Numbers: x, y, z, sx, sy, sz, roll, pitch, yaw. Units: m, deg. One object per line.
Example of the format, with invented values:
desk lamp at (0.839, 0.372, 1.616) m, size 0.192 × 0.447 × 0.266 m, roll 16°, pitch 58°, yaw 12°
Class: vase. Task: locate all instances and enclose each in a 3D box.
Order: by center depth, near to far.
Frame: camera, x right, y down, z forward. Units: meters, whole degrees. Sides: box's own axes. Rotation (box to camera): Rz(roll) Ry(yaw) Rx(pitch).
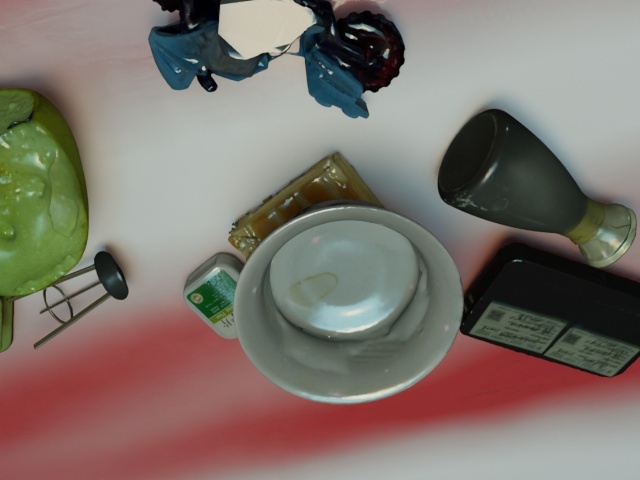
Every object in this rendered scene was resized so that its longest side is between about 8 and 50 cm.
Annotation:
vase at (0.369, -0.073, 1.278) m, size 0.321 × 0.173 × 0.173 m, roll 27°, pitch 112°, yaw -20°

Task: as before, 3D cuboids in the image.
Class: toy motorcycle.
toy motorcycle at (-0.085, -0.300, 1.169) m, size 0.416 × 0.172 × 0.232 m, roll 18°, pitch 120°, yaw -18°

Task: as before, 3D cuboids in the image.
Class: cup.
cup at (0.038, 0.073, 1.209) m, size 0.347 × 0.163 × 0.347 m, roll -1°, pitch 116°, yaw -3°

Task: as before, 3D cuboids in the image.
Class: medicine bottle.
medicine bottle at (-0.158, 0.118, 1.404) m, size 0.119 × 0.069 × 0.183 m, roll -38°, pitch 111°, yaw 13°

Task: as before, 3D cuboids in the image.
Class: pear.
pear at (-0.514, -0.058, 1.240) m, size 0.343 × 0.238 × 0.318 m, roll -24°, pitch 125°, yaw 4°

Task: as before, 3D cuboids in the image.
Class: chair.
chair at (-0.438, 0.096, 1.377) m, size 0.222 × 0.095 × 0.104 m, roll -27°, pitch 97°, yaw 11°

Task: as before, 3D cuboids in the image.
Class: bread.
bread at (0.000, 0.000, 1.326) m, size 0.239 × 0.111 × 0.246 m, roll -34°, pitch 111°, yaw 13°

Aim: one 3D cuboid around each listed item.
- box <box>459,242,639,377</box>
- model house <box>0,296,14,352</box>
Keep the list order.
box at (0.444, 0.134, 1.391) m, size 0.350 × 0.058 × 0.211 m, roll 18°, pitch 129°, yaw -13°
model house at (-0.669, 0.169, 1.310) m, size 0.205 × 0.278 × 0.218 m, roll 8°, pitch 116°, yaw -6°
